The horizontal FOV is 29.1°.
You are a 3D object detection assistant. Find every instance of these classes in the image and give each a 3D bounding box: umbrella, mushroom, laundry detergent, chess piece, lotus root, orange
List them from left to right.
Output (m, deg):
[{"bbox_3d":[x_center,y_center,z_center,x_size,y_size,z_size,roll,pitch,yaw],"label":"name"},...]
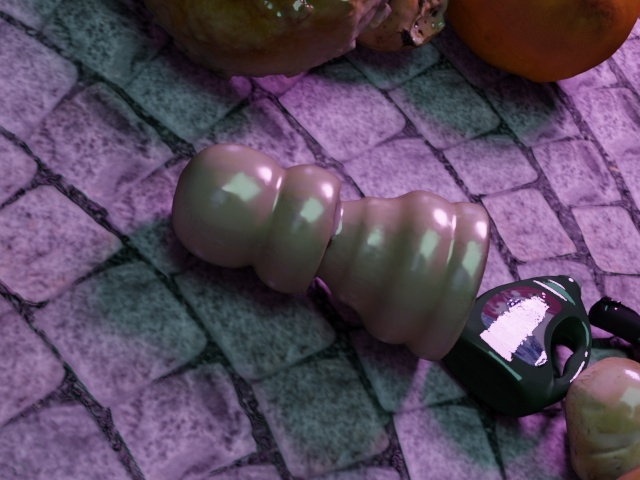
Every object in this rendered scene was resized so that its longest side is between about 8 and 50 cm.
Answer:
[{"bbox_3d":[0.000,0.000,1.209,0.299,0.167,0.167,17,48,-6],"label":"chess piece"},{"bbox_3d":[0.037,-0.348,1.501,0.284,0.146,0.160,44,36,12],"label":"lotus root"},{"bbox_3d":[0.227,0.097,1.299,0.137,0.063,0.211,39,43,19],"label":"laundry detergent"},{"bbox_3d":[0.282,-0.330,1.560,0.261,0.261,0.261,15,49,-18],"label":"orange"},{"bbox_3d":[0.306,0.186,1.236,0.148,0.112,0.148,2,85,-22],"label":"mushroom"},{"bbox_3d":[0.412,0.129,1.386,0.250,0.052,0.053,23,81,-12],"label":"umbrella"}]

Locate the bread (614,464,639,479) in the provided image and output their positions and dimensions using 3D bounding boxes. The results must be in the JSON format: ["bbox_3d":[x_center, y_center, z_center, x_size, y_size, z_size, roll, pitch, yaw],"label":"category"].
[{"bbox_3d":[0.397,0.292,1.134,0.314,0.171,0.192,26,75,-13],"label":"bread"}]

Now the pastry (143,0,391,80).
[{"bbox_3d":[-0.060,-0.327,1.356,0.329,0.136,0.330,-1,77,5],"label":"pastry"}]
